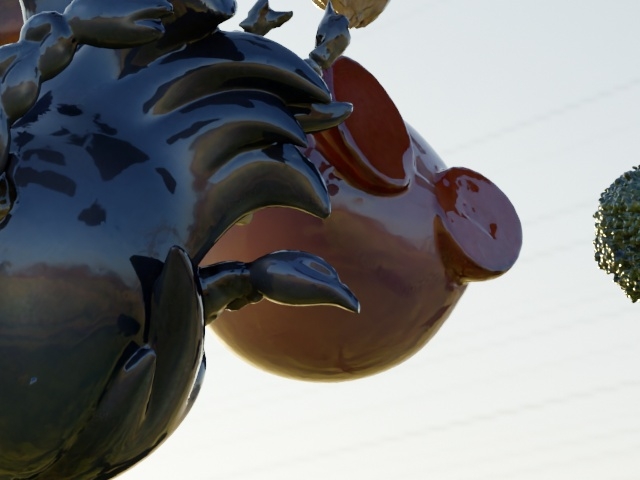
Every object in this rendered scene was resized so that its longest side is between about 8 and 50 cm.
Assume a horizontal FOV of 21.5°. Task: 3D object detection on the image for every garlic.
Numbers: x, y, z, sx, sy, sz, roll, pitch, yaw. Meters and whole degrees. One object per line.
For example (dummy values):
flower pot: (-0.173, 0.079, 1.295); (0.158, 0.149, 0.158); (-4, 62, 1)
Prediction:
garlic: (0.007, -0.215, 1.327); (0.113, 0.094, 0.074); (-5, -48, -16)

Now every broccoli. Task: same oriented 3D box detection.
broccoli: (0.325, -0.019, 1.400); (0.204, 0.118, 0.122); (-12, -6, 7)

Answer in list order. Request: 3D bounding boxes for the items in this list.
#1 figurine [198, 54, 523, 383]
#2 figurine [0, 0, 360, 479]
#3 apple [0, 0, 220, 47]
figurine: (0.000, 0.000, 0.944); (0.173, 0.173, 0.173); (1, -17, 0)
figurine: (-0.104, -0.016, 0.753); (0.197, 0.265, 0.175); (22, -8, -34)
apple: (-0.169, -0.111, 1.141); (0.230, 0.230, 0.230); (1, -17, 0)
